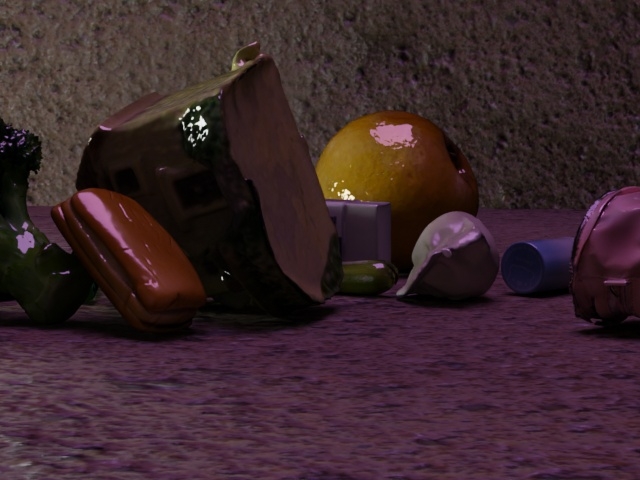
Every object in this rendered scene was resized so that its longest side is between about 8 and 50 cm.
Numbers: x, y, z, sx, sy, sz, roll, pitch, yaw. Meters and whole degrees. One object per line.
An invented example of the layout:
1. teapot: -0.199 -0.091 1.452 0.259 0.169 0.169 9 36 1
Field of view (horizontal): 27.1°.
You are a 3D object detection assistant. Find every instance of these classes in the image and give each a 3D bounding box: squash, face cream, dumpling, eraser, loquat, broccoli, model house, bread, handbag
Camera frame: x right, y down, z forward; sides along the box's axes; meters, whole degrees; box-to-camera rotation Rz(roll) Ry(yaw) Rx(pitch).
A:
1. squash: 0.022 0.050 1.847 0.184 0.052 0.052 1 5 20
2. face cream: 0.363 0.033 1.946 0.077 0.077 0.250 5 5 41
3. dumpling: 0.169 0.036 1.806 0.155 0.181 0.111 -28 48 -5
4. eraser: 0.000 0.000 1.975 0.210 0.124 0.068 3 6 27
5. loquat: 0.114 -0.069 2.163 0.275 0.274 0.275 1 5 0
6. broccoli: -0.413 -0.012 1.523 0.297 0.297 0.297 30 13 14
7. model house: -0.152 -0.041 1.629 0.266 0.321 0.261 -14 15 21
8. bread: -0.212 0.017 1.489 0.200 0.077 0.116 50 26 23
9. handbag: 0.391 0.021 1.553 0.116 0.179 0.205 14 13 38

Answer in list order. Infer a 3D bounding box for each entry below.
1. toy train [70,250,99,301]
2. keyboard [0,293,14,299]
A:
1. toy train: -0.312 0.036 1.788 0.044 0.042 0.209 -5 16 1
2. keyboard: -0.416 0.069 1.732 0.060 0.018 0.196 -4 0 43
